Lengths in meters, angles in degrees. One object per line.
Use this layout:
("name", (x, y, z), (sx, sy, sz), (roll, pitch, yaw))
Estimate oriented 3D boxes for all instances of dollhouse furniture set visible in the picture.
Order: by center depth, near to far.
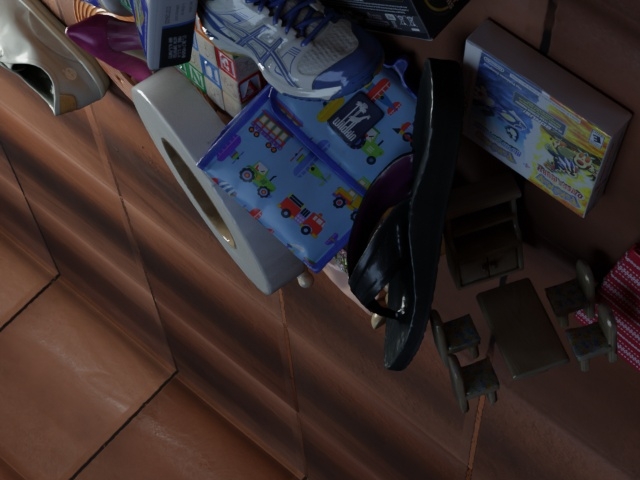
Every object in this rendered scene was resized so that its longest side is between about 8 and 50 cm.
("dollhouse furniture set", (0.239, 0.060, 1.708), (0.161, 0.212, 0.242), (75, 176, -49))

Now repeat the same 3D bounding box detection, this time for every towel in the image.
("towel", (0.442, 0.109, 1.705), (0.199, 0.031, 0.275), (41, 160, 10))

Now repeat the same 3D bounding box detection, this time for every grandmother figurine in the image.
("grandmother figurine", (0.000, 0.000, 2.237), (0.342, 0.104, 0.207), (43, 126, 14))

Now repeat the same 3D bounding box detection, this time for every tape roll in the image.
("tape roll", (-0.160, -0.091, 2.060), (0.392, 0.072, 0.392), (54, 171, 12))

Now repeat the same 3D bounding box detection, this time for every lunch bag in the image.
("lunch bag", (0.021, -0.141, 1.760), (0.221, 0.138, 0.293), (42, 118, -9))

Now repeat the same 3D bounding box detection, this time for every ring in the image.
("ring", (-0.296, -0.306, 2.290), (0.337, 0.032, 0.336), (37, 158, 18))

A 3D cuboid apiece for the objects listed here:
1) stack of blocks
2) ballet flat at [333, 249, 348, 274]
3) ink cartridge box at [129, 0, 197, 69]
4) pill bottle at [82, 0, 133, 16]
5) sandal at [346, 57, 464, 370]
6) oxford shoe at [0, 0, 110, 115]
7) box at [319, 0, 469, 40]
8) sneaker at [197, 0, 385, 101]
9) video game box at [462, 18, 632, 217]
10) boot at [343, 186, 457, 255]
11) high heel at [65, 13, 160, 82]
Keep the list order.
("stack of blocks", (-0.176, -0.318, 1.888), (0.297, 0.087, 0.171), (41, 155, 30))
("ballet flat", (0.021, -0.048, 2.102), (0.241, 0.091, 0.077), (53, 150, 1))
("ink cartridge box", (-0.213, -0.404, 1.569), (0.303, 0.072, 0.307), (111, 144, -70))
("pill bottle", (-0.344, -0.418, 2.046), (0.187, 0.112, 0.112), (26, 153, 40))
("sandal", (0.094, -0.029, 1.666), (0.107, 0.167, 0.445), (4, 125, -4))
("oxford shoe", (-0.596, -0.406, 2.523), (0.449, 0.130, 0.169), (44, 161, 4))
("box", (-0.040, -0.397, 1.541), (0.395, 0.097, 0.318), (20, 151, 49))
("sneaker", (-0.057, -0.260, 1.550), (0.296, 0.112, 0.131), (27, 157, 36))
("video game box", (0.252, -0.140, 1.559), (0.205, 0.048, 0.187), (37, 161, 19))
("boot", (0.083, -0.037, 1.923), (0.264, 0.096, 0.280), (34, 157, -9))
("high heel", (-0.316, -0.293, 2.087), (0.117, 0.082, 0.244), (3, 175, 3))
